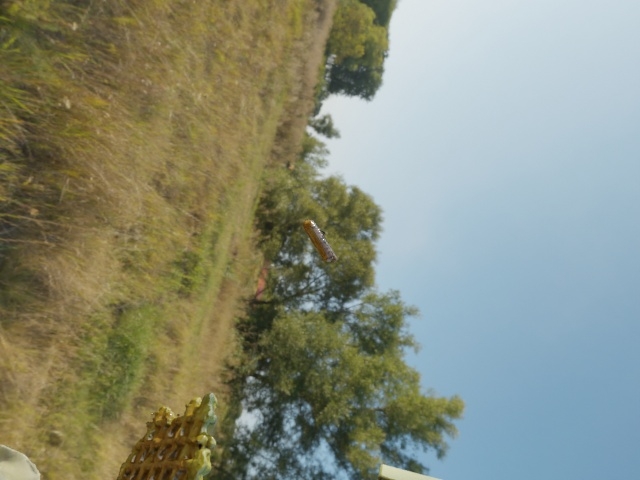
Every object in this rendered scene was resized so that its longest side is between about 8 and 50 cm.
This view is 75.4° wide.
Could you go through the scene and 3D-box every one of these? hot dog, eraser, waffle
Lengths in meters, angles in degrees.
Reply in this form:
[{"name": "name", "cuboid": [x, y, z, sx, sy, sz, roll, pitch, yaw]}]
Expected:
[{"name": "hot dog", "cuboid": [0.000, 0.000, 0.952, 0.037, 0.122, 0.049, -35, 171, 10]}, {"name": "eraser", "cuboid": [0.212, 0.596, 0.954, 0.058, 0.172, 0.117, -42, 139, -72]}, {"name": "waffle", "cuboid": [-0.310, 0.439, 0.813, 0.301, 0.058, 0.281, -39, -151, 16]}]

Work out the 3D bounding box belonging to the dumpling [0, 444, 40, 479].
[{"name": "dumpling", "cuboid": [-0.678, 0.446, 0.730, 0.260, 0.341, 0.181, 4, 68, -75]}]
